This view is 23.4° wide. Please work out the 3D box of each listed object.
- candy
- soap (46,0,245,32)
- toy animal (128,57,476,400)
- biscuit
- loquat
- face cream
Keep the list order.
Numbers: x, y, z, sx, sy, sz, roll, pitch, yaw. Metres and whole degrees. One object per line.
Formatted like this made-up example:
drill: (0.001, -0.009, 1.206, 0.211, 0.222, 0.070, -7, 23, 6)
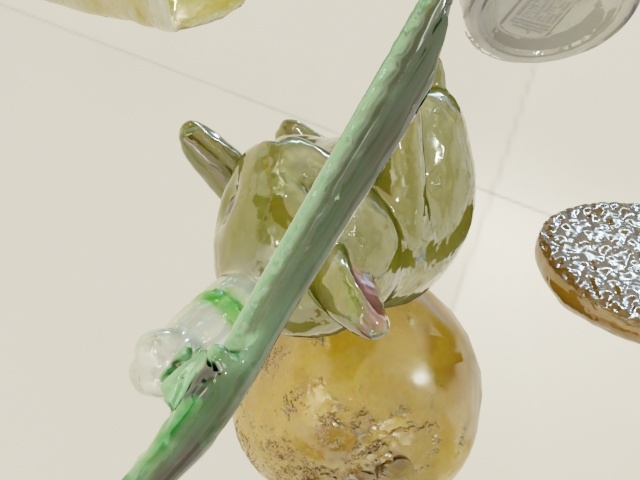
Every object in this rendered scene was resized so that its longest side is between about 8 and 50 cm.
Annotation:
candy: (-0.033, 0.043, 0.518, 0.097, 0.097, 0.323, 36, 77, -21)
soap: (-0.118, -0.263, 0.736, 0.091, 0.199, 0.315, -28, 119, -26)
toy animal: (-0.003, -0.019, 1.083, 0.181, 0.363, 0.180, -16, 95, 25)
biscuit: (0.317, 0.037, 1.387, 0.262, 0.262, 0.037, 0, 119, -21)
loquat: (0.031, 0.137, 1.403, 0.235, 0.235, 0.235, -3, 97, -21)
face cream: (0.210, -0.279, 1.482, 0.177, 0.177, 0.153, 9, 52, -22)
